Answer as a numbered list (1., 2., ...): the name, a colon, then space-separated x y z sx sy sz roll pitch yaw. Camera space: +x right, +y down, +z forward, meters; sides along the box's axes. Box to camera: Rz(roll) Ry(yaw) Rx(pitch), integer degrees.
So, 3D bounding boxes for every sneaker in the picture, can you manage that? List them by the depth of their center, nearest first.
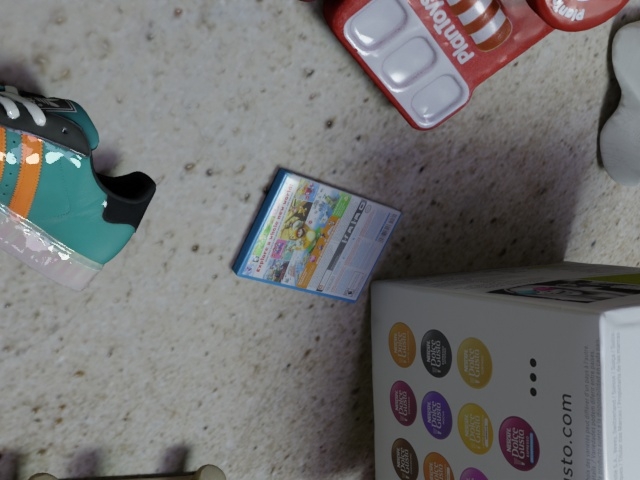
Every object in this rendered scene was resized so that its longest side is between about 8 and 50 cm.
1. sneaker: -0.246 -0.079 0.580 0.121 0.108 0.302 -48 139 -2
2. sneaker: 0.407 -0.171 0.976 0.094 0.080 0.212 -27 127 -33

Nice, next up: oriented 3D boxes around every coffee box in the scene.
1. coffee box: 0.286 0.208 0.880 0.338 0.334 0.337 -4 95 -32

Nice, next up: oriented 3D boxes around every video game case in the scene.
1. video game case: 0.000 0.000 0.840 0.166 0.015 0.119 16 107 -39

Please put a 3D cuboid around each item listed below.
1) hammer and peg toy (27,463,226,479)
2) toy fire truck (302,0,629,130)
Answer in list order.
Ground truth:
1. hammer and peg toy: -0.138 0.359 0.795 0.361 0.266 0.127 10 129 -36
2. toy fire truck: 0.105 -0.255 0.682 0.254 0.169 0.302 -37 132 15
